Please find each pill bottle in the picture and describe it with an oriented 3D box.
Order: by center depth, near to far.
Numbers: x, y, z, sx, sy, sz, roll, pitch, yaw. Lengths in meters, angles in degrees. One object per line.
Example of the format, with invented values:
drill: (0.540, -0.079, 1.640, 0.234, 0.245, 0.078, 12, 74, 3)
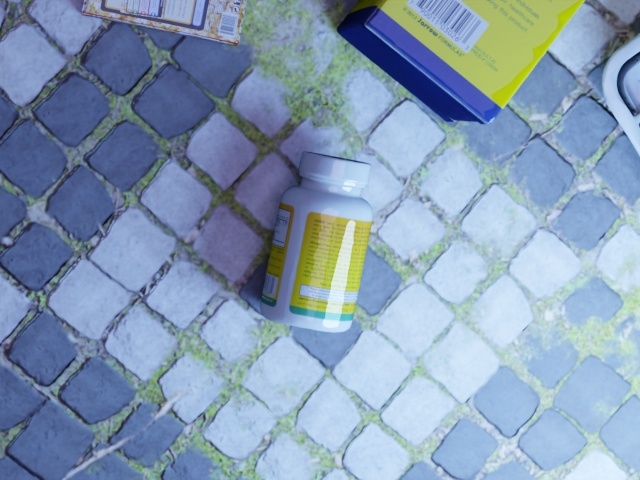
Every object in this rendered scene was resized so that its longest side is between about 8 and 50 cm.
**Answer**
pill bottle: (0.000, 0.000, 1.760, 0.117, 0.117, 0.208, 10, 94, -10)

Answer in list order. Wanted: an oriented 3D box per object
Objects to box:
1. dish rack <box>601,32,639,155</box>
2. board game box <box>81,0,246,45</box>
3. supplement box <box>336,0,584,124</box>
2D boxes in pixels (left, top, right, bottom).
dish rack: (0.541, -0.194, 1.850, 0.333, 0.072, 0.285, -35, 99, -4)
board game box: (-0.181, -0.326, 1.732, 0.193, 0.045, 0.147, 11, 94, -10)
supplement box: (0.213, -0.336, 1.719, 0.195, 0.194, 0.356, 37, 89, -11)
